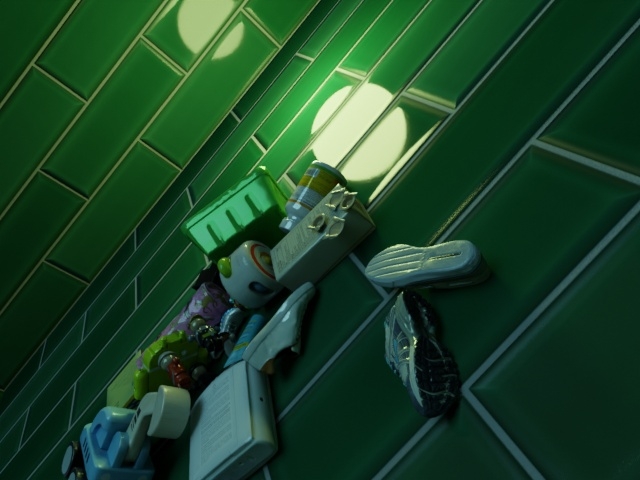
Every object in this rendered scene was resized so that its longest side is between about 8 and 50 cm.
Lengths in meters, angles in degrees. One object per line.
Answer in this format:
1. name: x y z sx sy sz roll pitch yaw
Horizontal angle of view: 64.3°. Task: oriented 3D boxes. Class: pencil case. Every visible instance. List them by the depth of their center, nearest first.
1. pencil case: -0.449 0.321 1.729 0.386 0.160 0.167 -49 18 3

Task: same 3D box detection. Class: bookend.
1. bookend: -0.401 0.124 1.963 0.157 0.072 0.156 -16 45 46

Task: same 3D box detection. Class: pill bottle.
1. pill bottle: -0.029 -0.121 1.646 0.136 0.136 0.246 14 71 57

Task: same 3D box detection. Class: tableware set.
1. tableware set: 0.037 -0.076 1.408 0.141 0.020 0.169 14 71 56

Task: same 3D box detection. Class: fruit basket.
1. fruit basket: -0.291 -0.087 1.826 0.391 0.283 0.392 -15 51 19

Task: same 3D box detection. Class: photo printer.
1. photo printer: -0.237 0.477 1.344 0.256 0.107 0.308 -43 31 14

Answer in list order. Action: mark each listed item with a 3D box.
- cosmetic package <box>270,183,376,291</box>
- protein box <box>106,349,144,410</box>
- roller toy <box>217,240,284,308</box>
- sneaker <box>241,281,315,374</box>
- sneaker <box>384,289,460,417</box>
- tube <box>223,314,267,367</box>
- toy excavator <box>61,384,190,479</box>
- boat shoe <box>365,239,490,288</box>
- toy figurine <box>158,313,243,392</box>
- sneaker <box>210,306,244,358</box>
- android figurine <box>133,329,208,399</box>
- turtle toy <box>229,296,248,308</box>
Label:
1. cosmetic package: 0.000 0.000 1.507 0.309 0.113 0.160 -44 32 16
2. protein box: -0.637 0.541 1.795 0.200 0.136 0.201 -49 30 5
3. roller toy: -0.204 0.102 1.604 0.146 0.191 0.209 -42 -6 20
4. sneaker: -0.082 0.248 1.409 0.290 0.123 0.106 -50 -12 -26
5. sneaker: 0.192 0.241 1.037 0.122 0.110 0.283 -55 23 34
6. tube: -0.213 0.293 1.482 0.080 0.052 0.207 -34 13 25
7. toy excavator: -0.555 0.570 1.483 0.433 0.222 0.446 21 90 57
8. boat shoe: 0.230 0.071 1.136 0.302 0.094 0.109 -8 47 49
9. toy figurine: -0.349 0.349 1.522 0.148 0.213 0.210 33 86 43
10. sneaker: -0.301 0.306 1.659 0.191 0.071 0.083 -57 37 8
11. android figurine: -0.467 0.403 1.595 0.056 0.248 0.273 30 120 39
12. turtle toy: -0.253 0.192 1.688 0.130 0.095 0.066 -1 78 53
